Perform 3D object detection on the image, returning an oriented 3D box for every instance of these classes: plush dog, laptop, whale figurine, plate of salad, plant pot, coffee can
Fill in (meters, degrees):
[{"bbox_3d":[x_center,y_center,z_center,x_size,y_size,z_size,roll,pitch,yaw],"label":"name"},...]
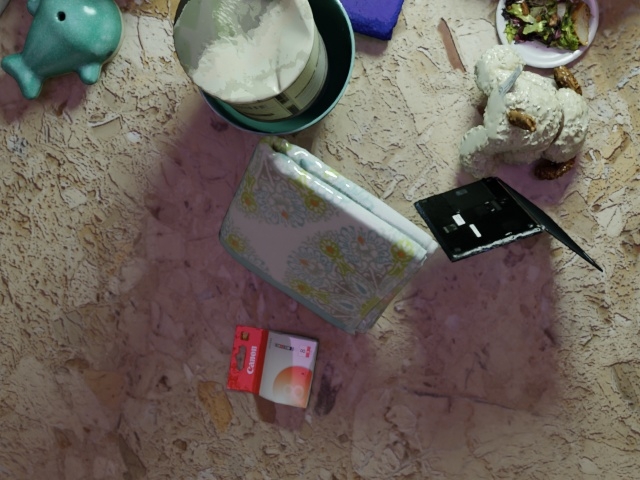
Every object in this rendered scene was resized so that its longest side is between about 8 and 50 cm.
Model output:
[{"bbox_3d":[0.418,-0.231,1.438,0.225,0.210,0.262,3,103,-25],"label":"plush dog"},{"bbox_3d":[0.340,-0.010,1.397,0.264,0.234,0.136,-19,119,-1],"label":"laptop"},{"bbox_3d":[-0.529,-0.403,1.509,0.272,0.141,0.216,-36,91,6],"label":"whale figurine"},{"bbox_3d":[0.448,-0.441,1.480,0.200,0.048,0.200,0,95,5],"label":"plate of salad"},{"bbox_3d":[-0.075,-0.339,1.432,0.293,0.235,0.293,0,94,5],"label":"plant pot"},{"bbox_3d":[-0.097,-0.299,1.180,0.201,0.275,0.201,0,93,4],"label":"coffee can"}]

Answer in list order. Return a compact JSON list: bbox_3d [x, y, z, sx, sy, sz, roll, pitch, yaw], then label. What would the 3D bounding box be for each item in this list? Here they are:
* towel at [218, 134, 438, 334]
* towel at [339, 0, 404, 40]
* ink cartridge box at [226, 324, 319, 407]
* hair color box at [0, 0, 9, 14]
[{"bbox_3d":[0.000,0.000,1.433,0.374,0.090,0.320,33,139,-1],"label":"towel"},{"bbox_3d":[0.032,-0.550,1.497,0.308,0.076,0.227,20,102,2],"label":"towel"},{"bbox_3d":[-0.101,0.261,1.570,0.179,0.045,0.145,10,94,1],"label":"ink cartridge box"},{"bbox_3d":[-0.632,-0.619,1.487,0.105,0.174,0.347,37,95,3],"label":"hair color box"}]
